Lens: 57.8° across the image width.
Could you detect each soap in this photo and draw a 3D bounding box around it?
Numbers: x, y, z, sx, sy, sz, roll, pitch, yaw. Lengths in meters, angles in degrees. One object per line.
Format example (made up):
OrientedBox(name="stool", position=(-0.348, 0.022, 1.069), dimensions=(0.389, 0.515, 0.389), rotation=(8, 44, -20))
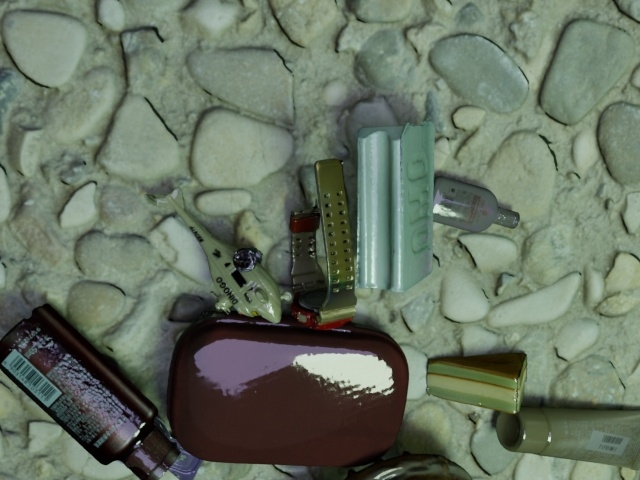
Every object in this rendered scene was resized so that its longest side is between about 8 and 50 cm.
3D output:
OrientedBox(name="soap", position=(0.122, -0.059, 0.918), dimensions=(0.094, 0.150, 0.261), rotation=(5, 103, 24))

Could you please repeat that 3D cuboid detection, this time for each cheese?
OrientedBox(name="cheese", position=(-0.291, 0.350, 0.997), dimensions=(0.191, 0.042, 0.105), rotation=(25, 97, -13))

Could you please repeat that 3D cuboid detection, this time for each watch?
OrientedBox(name="watch", position=(-0.002, 0.006, 0.908), dimensions=(0.102, 0.165, 0.268), rotation=(-10, 102, -21))

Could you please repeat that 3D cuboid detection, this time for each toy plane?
OrientedBox(name="toy plane", position=(-0.162, 0.024, 0.917), dimensions=(0.108, 0.092, 0.286), rotation=(-38, 92, 2))

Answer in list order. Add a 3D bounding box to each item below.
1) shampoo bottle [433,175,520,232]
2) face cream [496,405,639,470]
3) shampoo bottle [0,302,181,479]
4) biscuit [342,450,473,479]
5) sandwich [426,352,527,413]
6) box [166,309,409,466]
OrientedBox(name="shampoo bottle", position=(0.263, -0.055, 1.000), dimensions=(0.165, 0.040, 0.079), rotation=(14, 97, -11))
OrientedBox(name="face cream", position=(0.499, 0.369, 1.100), dimensions=(0.342, 0.084, 0.137), rotation=(11, 101, -18))
OrientedBox(name="shampoo bottle", position=(-0.363, 0.253, 0.922), dimensions=(0.323, 0.084, 0.129), rotation=(43, 90, -3))
OrientedBox(name="biscuit", position=(0.126, 0.506, 1.010), dimensions=(0.332, 0.103, 0.331), rotation=(-9, 121, -15))
OrientedBox(name="sandwich", position=(0.292, 0.250, 1.074), dimensions=(0.163, 0.113, 0.079), rotation=(4, 103, 27))
OrientedBox(name="box", position=(-0.051, 0.254, 0.978), dimensions=(0.404, 0.108, 0.263), rotation=(7, 99, -10))
